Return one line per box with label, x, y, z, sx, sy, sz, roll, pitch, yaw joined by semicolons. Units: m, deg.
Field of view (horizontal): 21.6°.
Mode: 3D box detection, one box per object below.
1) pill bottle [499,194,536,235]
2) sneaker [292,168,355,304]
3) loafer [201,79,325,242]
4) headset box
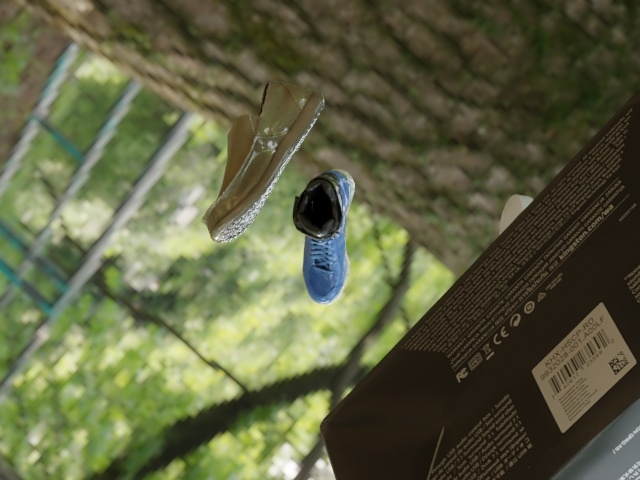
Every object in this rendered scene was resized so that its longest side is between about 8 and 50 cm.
pill bottle;0.284;-0.009;1.890;0.086;0.152;0.086;-171;-90;-75
sneaker;-0.001;0.000;1.821;0.084;0.058;0.152;-20;121;-69
loafer;-0.050;-0.060;1.227;0.148;0.050;0.056;-57;177;-33
headset box;0.184;0.086;0.618;0.218;0.293;0.110;-48;-147;20
